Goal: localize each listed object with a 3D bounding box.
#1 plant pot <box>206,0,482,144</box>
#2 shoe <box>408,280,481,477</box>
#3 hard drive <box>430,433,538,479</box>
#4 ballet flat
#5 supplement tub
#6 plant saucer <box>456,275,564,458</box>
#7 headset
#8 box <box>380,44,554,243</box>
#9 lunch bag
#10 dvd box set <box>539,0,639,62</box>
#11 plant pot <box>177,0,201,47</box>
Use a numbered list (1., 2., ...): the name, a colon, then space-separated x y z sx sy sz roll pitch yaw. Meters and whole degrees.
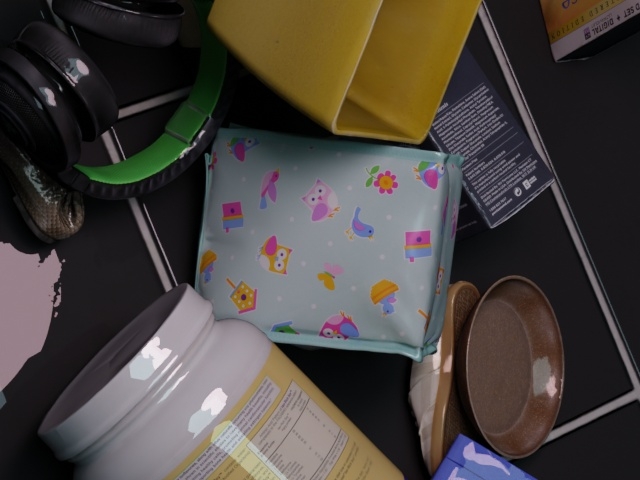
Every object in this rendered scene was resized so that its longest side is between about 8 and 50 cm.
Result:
1. plant pot: 0.019 -0.230 1.822 0.212 0.187 0.212 0 114 -63
2. shoe: 0.134 0.154 2.061 0.076 0.058 0.219 20 72 -49
3. hard drive: 0.152 0.389 1.954 0.210 0.040 0.319 31 76 4
4. ballet flat: -0.310 -0.112 1.880 0.250 0.058 0.084 58 23 -6
5. supplement tub: -0.084 0.228 1.826 0.331 0.241 0.241 46 63 -10
6. plant saucer: 0.201 0.138 2.070 0.198 0.036 0.199 4 85 -51
7. headset: -0.240 -0.200 1.802 0.243 0.185 0.394 -56 142 -4
8. box: 0.127 -0.106 2.057 0.108 0.153 0.207 -36 96 -28
9. lunch bag: 0.000 0.000 1.937 0.262 0.160 0.223 7 93 14
10. dvd box set: 0.313 -0.444 2.142 0.062 0.307 0.421 -9 83 -25
11. plant pot: -0.091 -0.341 1.972 0.256 0.256 0.274 -6 99 -27
